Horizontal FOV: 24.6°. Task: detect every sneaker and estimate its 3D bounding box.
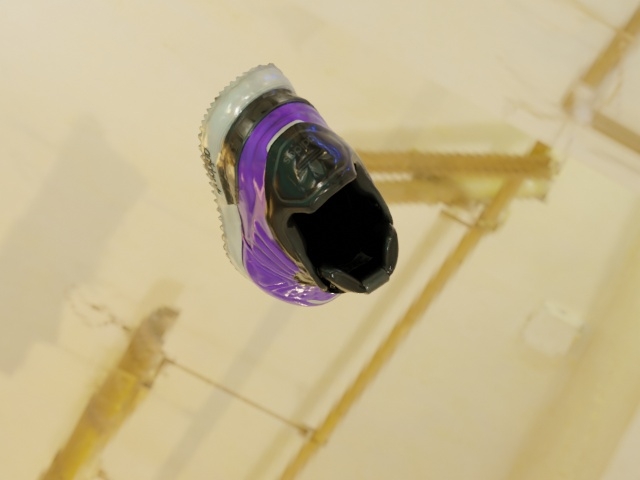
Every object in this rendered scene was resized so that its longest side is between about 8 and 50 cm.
[{"bbox_3d":[-0.001,0.000,1.128,0.102,0.146,0.293,-43,153,-11],"label":"sneaker"}]
